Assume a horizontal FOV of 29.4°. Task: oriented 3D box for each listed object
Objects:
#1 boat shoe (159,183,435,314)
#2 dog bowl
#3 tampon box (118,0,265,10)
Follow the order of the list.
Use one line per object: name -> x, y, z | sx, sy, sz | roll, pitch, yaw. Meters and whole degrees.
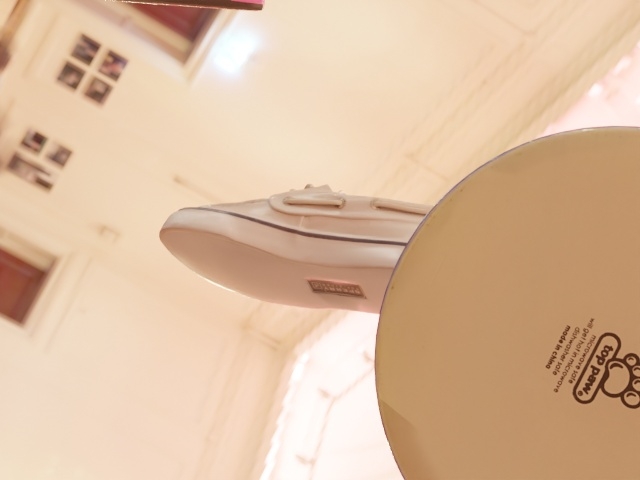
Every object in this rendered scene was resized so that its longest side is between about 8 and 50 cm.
boat shoe -> 0.000, 0.000, 0.957 | 0.095, 0.258, 0.084 | 73, 34, -52
dog bowl -> 0.168, 0.070, 0.690 | 0.265, 0.265, 0.104 | -58, 161, 9
tampon box -> -0.073, -0.183, 0.545 | 0.161, 0.102, 0.120 | -106, -160, -64
